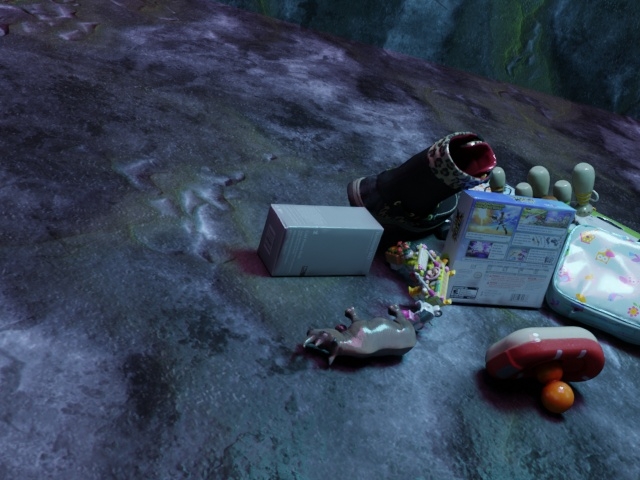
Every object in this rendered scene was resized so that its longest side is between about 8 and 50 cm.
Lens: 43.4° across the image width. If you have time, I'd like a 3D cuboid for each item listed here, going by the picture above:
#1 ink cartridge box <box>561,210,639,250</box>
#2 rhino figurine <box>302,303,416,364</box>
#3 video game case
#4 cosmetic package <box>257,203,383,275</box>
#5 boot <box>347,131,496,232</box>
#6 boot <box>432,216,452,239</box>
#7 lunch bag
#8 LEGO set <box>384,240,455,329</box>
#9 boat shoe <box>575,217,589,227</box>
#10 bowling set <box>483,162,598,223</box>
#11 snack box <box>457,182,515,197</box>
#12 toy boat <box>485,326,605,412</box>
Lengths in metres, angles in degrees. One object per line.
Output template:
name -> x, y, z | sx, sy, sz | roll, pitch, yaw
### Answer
ink cartridge box -> 0.729, 0.010, 2.144 | 0.188, 0.097, 0.255 | 31, 29, 25
rhino figurine -> 0.072, 0.176, 1.475 | 0.243, 0.073, 0.106 | -3, 31, -32
video game case -> 0.399, 0.021, 1.761 | 0.269, 0.244, 0.061 | 6, 23, -23
cosmetic package -> 0.000, 0.000, 1.696 | 0.238, 0.127, 0.107 | 1, 32, -26
boot -> 0.275, -0.132, 1.837 | 0.377, 0.284, 0.138 | 4, 67, -46
boot -> 0.336, -0.040, 2.057 | 0.121, 0.045, 0.099 | 3, 31, -20
lunch bag -> 0.662, 0.103, 1.839 | 0.279, 0.108, 0.224 | 22, 68, 13
LEGO set -> 0.194, 0.053, 1.678 | 0.107, 0.132, 0.287 | 48, 16, -29
boat shoe -> 0.658, 0.048, 1.968 | 0.078, 0.070, 0.219 | 38, 34, -59
bowling set -> 0.552, -0.082, 2.026 | 0.287, 0.154, 0.200 | 0, 35, 17
snack box -> 0.459, -0.132, 2.279 | 0.322, 0.060, 0.187 | 37, 33, 31
toy boat -> 0.434, 0.251, 1.517 | 0.231, 0.151, 0.151 | 2, 62, -27
